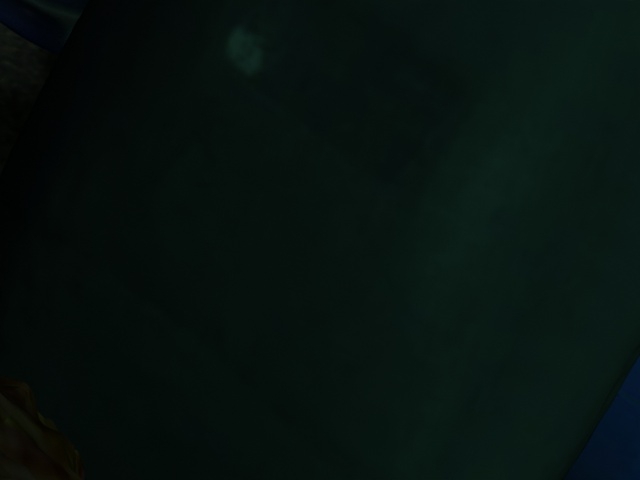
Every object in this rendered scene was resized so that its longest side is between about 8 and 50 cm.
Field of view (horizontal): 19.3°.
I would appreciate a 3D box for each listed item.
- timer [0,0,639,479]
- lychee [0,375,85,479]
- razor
[{"bbox_3d":[0.022,-0.078,0.738,0.383,0.270,0.270,31,37,8],"label":"timer"},{"bbox_3d":[-0.152,0.133,0.410,0.267,0.267,0.267,16,37,-12],"label":"lychee"},{"bbox_3d":[-0.001,0.001,0.578,0.204,0.349,0.113,34,26,16],"label":"razor"}]
